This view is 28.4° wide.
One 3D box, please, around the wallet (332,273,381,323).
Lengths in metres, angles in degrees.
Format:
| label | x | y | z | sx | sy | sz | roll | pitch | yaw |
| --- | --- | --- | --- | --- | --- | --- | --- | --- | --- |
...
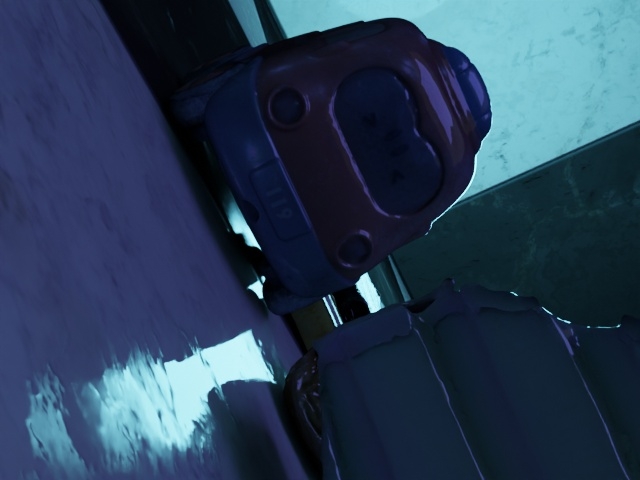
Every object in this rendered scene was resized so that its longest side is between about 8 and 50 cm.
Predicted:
| label | x | y | z | sx | sy | sz | roll | pitch | yaw |
| --- | --- | --- | --- | --- | --- | --- | --- | --- | --- |
| wallet | 0.045 | 0.079 | 1.561 | 0.379 | 0.046 | 0.191 | -104 | 169 | -69 |

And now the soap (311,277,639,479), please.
| label | x | y | z | sx | sy | sz | roll | pitch | yaw |
| --- | --- | --- | --- | --- | --- | --- | --- | --- | --- |
| soap | 0.149 | 0.236 | 0.672 | 0.156 | 0.261 | 0.446 | 49 | 16 | -72 |

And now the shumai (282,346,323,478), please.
| label | x | y | z | sx | sy | sz | roll | pitch | yaw |
| --- | --- | --- | --- | --- | --- | --- | --- | --- | --- |
| shumai | 0.044 | 0.124 | 0.923 | 0.145 | 0.116 | 0.145 | 63 | 5 | -9 |

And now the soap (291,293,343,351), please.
| label | x | y | z | sx | sy | sz | roll | pitch | yaw |
| --- | --- | --- | --- | --- | --- | --- | --- | --- | --- |
| soap | 0.035 | 0.153 | 1.153 | 0.092 | 0.037 | 0.252 | -84 | 150 | -82 |

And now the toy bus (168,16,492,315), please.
| label | x | y | z | sx | sy | sz | roll | pitch | yaw |
| --- | --- | --- | --- | --- | --- | --- | --- | --- | --- |
| toy bus | 0.023 | -0.089 | 1.043 | 0.294 | 0.232 | 0.197 | -95 | 160 | -77 |
